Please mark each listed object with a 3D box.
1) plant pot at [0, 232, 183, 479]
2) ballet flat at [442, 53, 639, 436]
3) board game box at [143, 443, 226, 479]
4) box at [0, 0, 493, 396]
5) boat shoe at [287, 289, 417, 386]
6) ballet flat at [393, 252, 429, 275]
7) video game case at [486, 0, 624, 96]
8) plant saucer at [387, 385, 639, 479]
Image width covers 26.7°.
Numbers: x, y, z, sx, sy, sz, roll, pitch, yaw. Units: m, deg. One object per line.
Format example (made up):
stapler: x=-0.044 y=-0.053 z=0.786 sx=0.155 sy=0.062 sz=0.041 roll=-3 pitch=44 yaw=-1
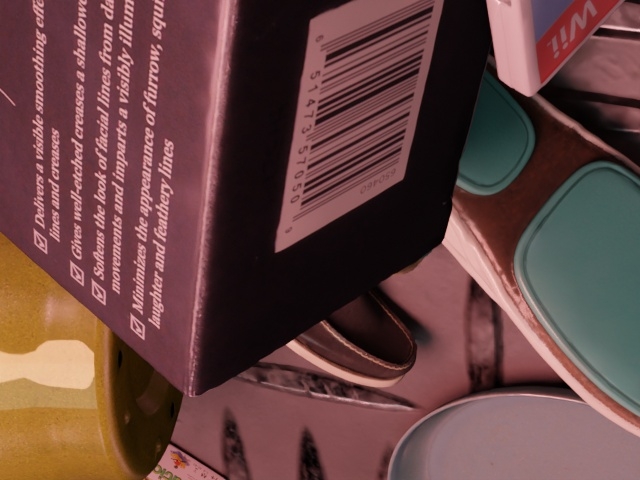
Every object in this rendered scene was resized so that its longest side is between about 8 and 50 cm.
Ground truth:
plant pot: x=-0.295 y=0.057 z=1.060 sx=0.353 sy=0.366 sz=0.366 roll=3 pitch=131 yaw=10
ballet flat: x=0.127 y=-0.025 z=0.901 sx=0.400 sy=0.139 sz=0.139 roll=44 pitch=134 yaw=-5
board game box: x=-0.242 y=0.280 z=1.407 sx=0.193 sy=0.053 sz=0.305 roll=33 pitch=136 yaw=-4
box: x=-0.113 y=-0.168 z=0.726 sx=0.395 sy=0.212 sz=0.293 roll=37 pitch=138 yaw=26
boat shoe: x=-0.009 y=0.025 z=1.039 sx=0.233 sy=0.084 sz=0.079 roll=43 pitch=135 yaw=-9
ballet flat: x=0.000 y=0.000 z=0.917 sx=0.086 sy=0.248 sz=0.086 roll=0 pitch=90 yaw=27
video game case: x=0.141 y=-0.215 z=0.606 sx=0.025 sy=0.204 sz=0.285 roll=37 pitch=166 yaw=27
plant saucer: x=0.213 y=0.231 z=1.139 sx=0.317 sy=0.044 sz=0.317 roll=14 pitch=133 yaw=16
